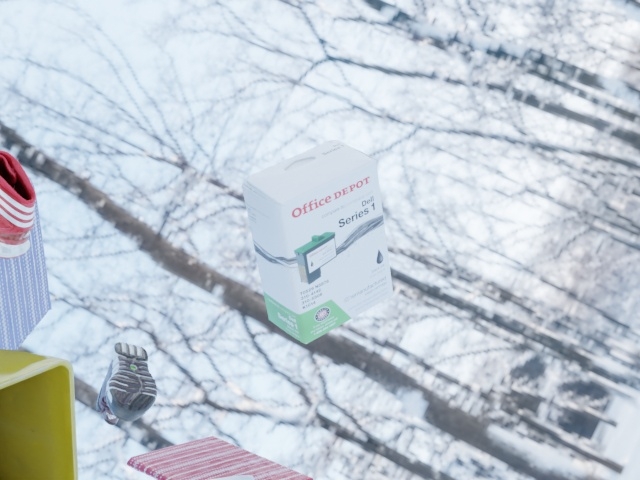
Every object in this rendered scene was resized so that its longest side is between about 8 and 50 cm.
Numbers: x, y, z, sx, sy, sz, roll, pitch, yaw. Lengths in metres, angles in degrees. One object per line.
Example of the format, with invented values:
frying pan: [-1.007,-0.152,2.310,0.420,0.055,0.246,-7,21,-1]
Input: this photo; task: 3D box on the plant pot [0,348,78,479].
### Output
plant pot: [-0.382,0.217,0.997,0.212,0.187,0.212,-20,-63,-48]

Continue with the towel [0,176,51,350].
towel: [-0.486,0.047,1.559,0.336,0.040,0.243,-89,-4,-77]

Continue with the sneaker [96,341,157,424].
sneaker: [-0.425,0.350,2.186,0.281,0.107,0.162,-110,41,-67]

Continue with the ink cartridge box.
ink cartridge box: [0.000,0.000,1.345,0.160,0.093,0.219,-28,-54,-26]

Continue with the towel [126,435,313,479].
towel: [-0.170,0.399,1.722,0.199,0.275,0.031,-4,-78,-46]

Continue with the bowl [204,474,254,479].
bowl: [-0.140,0.269,0.990,0.142,0.142,0.053,134,131,-61]

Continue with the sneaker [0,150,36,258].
sneaker: [-0.450,-0.081,1.278,0.128,0.221,0.087,-63,1,29]
